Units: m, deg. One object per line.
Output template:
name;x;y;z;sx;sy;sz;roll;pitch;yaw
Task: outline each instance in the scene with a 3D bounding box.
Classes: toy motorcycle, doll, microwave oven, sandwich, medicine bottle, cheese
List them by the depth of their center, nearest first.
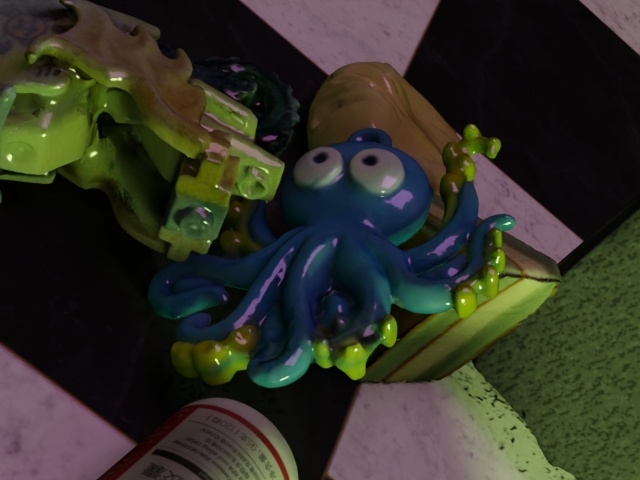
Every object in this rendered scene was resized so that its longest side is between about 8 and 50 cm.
medicine bottle;-0.127;0.230;0.886;0.131;0.131;0.250;49;38;2
toy motorcycle;-0.221;-0.117;1.046;0.410;0.168;0.237;11;48;-10
doll;0.000;0.000;1.072;0.341;0.346;0.098;-69;151;-46
sandwich;0.113;0.015;1.219;0.155;0.227;0.198;6;54;-41
microwave oven;0.435;0.170;1.282;0.432;0.374;0.236;47;28;6
cheese;0.089;-0.111;1.406;0.226;0.117;0.214;34;36;-25
